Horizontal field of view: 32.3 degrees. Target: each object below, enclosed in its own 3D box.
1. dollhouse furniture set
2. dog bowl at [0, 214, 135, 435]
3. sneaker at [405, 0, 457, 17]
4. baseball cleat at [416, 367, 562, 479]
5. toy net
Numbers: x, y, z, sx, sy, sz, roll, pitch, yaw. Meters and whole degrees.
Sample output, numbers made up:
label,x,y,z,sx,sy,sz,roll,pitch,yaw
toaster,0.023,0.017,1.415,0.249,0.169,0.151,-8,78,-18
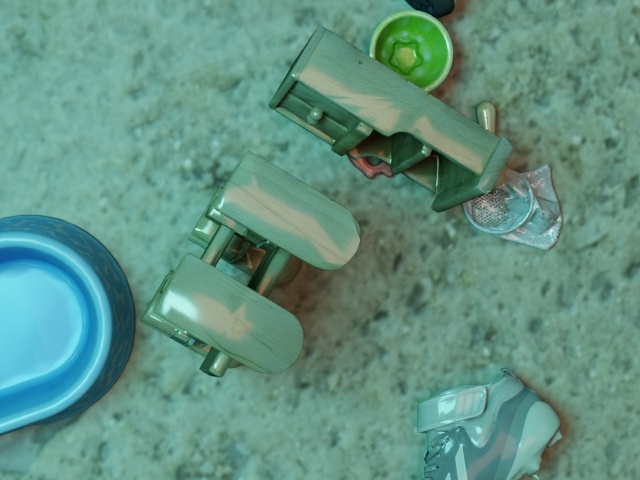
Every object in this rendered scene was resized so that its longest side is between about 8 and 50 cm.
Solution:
label,x,y,z,sx,sy,sz,roll,pitch,yaw
dollhouse furniture set,0.000,0.000,0.791,0.161,0.212,0.242,31,79,-7
dog bowl,-0.285,0.083,0.819,0.297,0.074,0.166,-19,92,-9
sneaker,0.076,-0.296,0.870,0.097,0.084,0.235,-23,93,-9
baseball cleat,0.097,0.192,0.887,0.109,0.072,0.206,43,79,8
toy net,0.106,-0.069,0.892,0.122,0.045,0.232,-45,96,-7
